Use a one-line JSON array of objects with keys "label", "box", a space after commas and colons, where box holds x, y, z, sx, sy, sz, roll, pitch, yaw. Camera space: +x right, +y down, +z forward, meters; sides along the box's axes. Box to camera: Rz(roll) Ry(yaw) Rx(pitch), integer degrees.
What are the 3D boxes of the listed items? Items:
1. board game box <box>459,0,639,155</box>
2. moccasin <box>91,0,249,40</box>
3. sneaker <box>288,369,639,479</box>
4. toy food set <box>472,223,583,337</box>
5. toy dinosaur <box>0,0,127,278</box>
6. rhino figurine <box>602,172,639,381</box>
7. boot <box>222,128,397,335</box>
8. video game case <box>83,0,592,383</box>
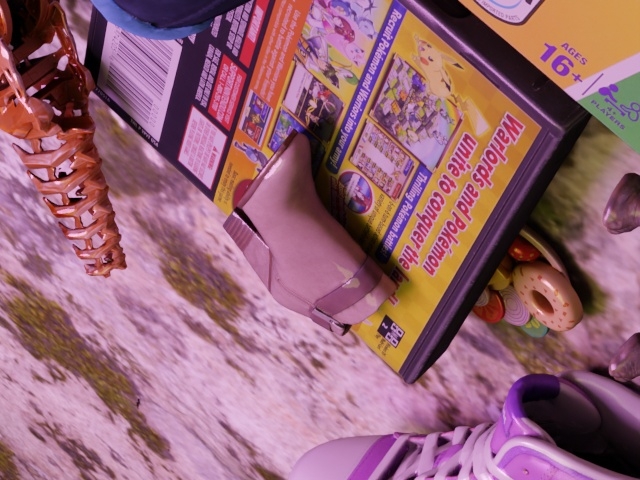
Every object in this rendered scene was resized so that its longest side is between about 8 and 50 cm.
[{"label": "board game box", "box": [0.194, -0.102, 0.622, 0.242, 0.064, 0.316, 40, 153, 1]}, {"label": "moccasin", "box": [-0.100, -0.239, 0.729, 0.117, 0.137, 0.342, -21, 128, 19]}, {"label": "sneaker", "box": [0.093, 0.120, 1.056, 0.282, 0.102, 0.161, 7, 136, 31]}, {"label": "toy food set", "box": [0.091, 0.016, 0.975, 0.083, 0.020, 0.082, 46, 152, -12]}, {"label": "toy dinosaur", "box": [-0.214, -0.119, 1.023, 0.218, 0.164, 0.322, -22, 85, 45]}, {"label": "rhino figurine", "box": [0.189, 0.062, 0.863, 0.106, 0.073, 0.243, 28, 152, 30]}, {"label": "boot", "box": [0.000, 0.000, 0.938, 0.087, 0.042, 0.118, 40, 154, 1]}, {"label": "video game case", "box": [-0.007, -0.074, 0.926, 0.248, 0.035, 0.275, 43, 153, 10]}]
